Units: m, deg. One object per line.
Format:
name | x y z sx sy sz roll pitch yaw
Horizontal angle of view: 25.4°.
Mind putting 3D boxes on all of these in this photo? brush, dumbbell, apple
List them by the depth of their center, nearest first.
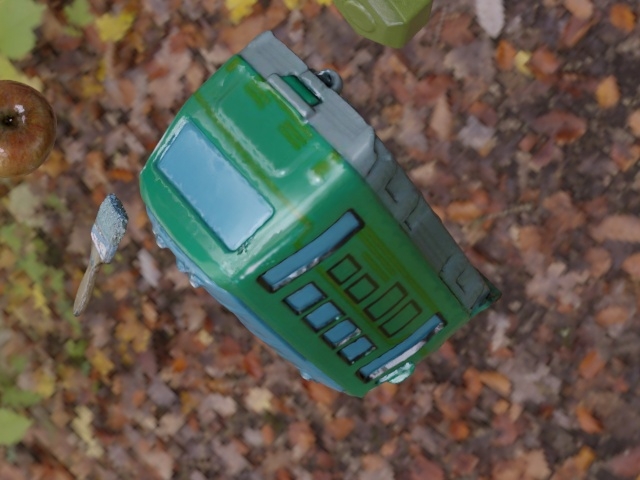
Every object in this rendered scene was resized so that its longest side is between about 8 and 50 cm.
apple | -0.255 -0.089 1.155 0.084 0.084 0.071 43 153 1
dumbbell | 0.139 -0.347 1.588 0.121 0.302 0.108 30 158 39
brush | -0.293 0.029 1.863 0.070 0.021 0.196 59 136 41

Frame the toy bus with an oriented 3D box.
toy bus | 0.000 0.000 1.229 0.183 0.199 0.343 46 179 36
